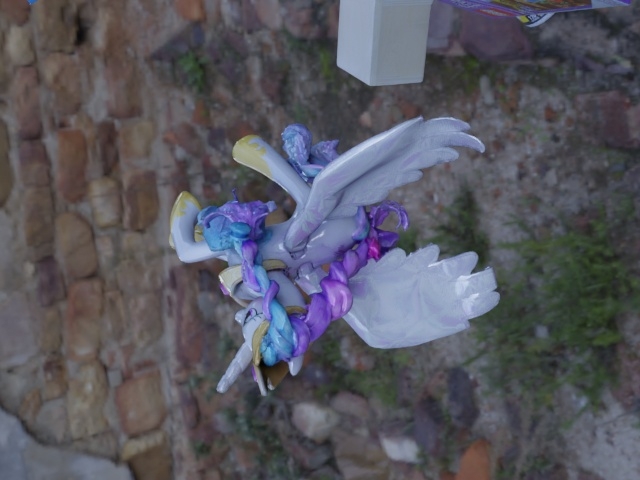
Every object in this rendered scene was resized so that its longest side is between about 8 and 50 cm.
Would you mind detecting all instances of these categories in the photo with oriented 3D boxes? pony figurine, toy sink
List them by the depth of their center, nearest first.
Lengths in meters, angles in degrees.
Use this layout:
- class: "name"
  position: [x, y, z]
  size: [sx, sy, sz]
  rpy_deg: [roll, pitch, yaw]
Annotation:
- class: "pony figurine"
  position: [0.000, 0.000, 1.077]
  size: [0.363, 0.351, 0.303]
  rpy_deg: [53, 167, 53]
- class: "toy sink"
  position: [0.126, -0.435, 1.826]
  size: [0.153, 0.131, 0.234]
  rpy_deg: [-136, 43, -55]

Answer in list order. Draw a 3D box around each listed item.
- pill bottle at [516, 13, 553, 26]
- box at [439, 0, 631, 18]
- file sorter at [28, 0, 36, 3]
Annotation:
- class: "pill bottle"
  position: [0.329, -0.459, 1.616]
  size: [0.103, 0.184, 0.103]
  rpy_deg: [-46, 21, 23]
- class: "box"
  position: [0.145, -0.291, 0.957]
  size: [0.201, 0.293, 0.057]
  rpy_deg: [12, 94, 56]
- class: "file sorter"
  position: [-0.358, -0.400, 1.187]
  size: [0.170, 0.118, 0.104]
  rpy_deg: [55, 176, 44]
